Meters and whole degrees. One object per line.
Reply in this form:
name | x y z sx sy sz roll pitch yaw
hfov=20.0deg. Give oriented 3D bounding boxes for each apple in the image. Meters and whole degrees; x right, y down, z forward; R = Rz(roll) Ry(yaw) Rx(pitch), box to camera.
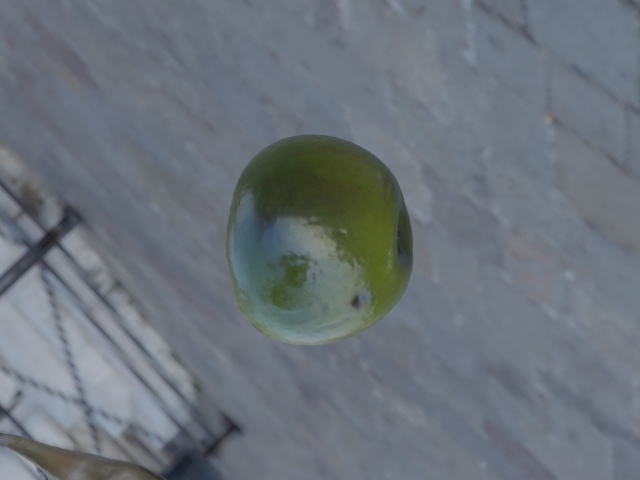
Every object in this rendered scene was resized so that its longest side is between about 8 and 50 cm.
apple | 0.000 0.000 1.629 0.157 0.196 0.196 -4 149 11

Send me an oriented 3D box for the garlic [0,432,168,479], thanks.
garlic | -0.133 0.274 1.264 0.196 0.151 0.338 -10 103 25
